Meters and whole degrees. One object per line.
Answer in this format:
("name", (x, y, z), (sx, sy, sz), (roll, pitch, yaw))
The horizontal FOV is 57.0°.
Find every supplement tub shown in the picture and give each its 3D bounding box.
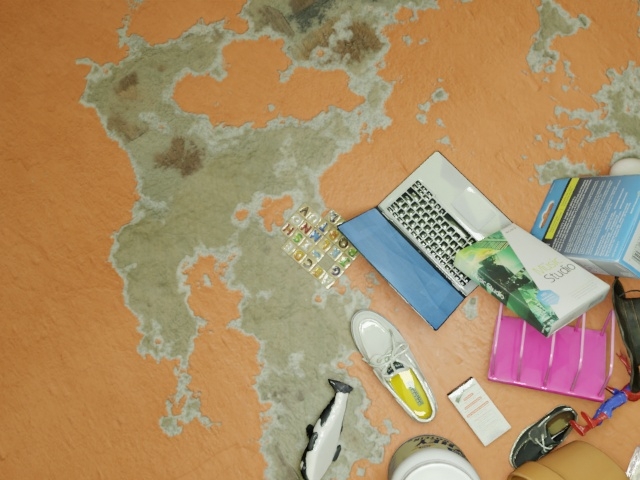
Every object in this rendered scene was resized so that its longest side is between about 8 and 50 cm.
("supplement tub", (0.292, 0.642, 1.517), (0.236, 0.325, 0.235), (-1, 81, 6))

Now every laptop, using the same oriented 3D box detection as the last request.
("laptop", (0.328, -0.020, 1.663), (0.408, 0.236, 0.382), (-43, 80, -2))

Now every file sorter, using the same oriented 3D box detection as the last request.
("file sorter", (0.606, 0.270, 1.554), (0.291, 0.182, 0.202), (8, 55, 19))

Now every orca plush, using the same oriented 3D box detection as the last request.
("orca plush", (-0.009, 0.536, 1.682), (0.102, 0.151, 0.287), (8, 84, 39))

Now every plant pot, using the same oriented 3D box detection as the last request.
("plant pot", (0.661, 0.657, 1.515), (0.204, 0.291, 0.290), (-35, 79, -17))

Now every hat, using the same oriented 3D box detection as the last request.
("hat", (0.843, 0.231, 1.510), (0.134, 0.331, 0.331), (-10, 79, 29))

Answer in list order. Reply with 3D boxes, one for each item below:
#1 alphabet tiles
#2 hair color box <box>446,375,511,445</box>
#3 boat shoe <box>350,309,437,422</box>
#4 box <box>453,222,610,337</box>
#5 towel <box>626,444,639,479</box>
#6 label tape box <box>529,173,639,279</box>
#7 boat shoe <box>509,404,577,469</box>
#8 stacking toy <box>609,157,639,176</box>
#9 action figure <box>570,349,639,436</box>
("alphabet tiles", (0.000, 0.000, 1.810), (0.237, 0.009, 0.198), (41, 87, 10))
("hair color box", (0.446, 0.480, 1.665), (0.093, 0.053, 0.167), (-36, 81, 1))
("boat shoe", (0.204, 0.354, 1.657), (0.136, 0.156, 0.367), (-31, 80, 0))
("box", (0.548, 0.092, 1.551), (0.232, 0.058, 0.322), (-24, 44, -26))
("towel", (0.955, 0.761, 1.568), (0.332, 0.053, 0.316), (25, 85, 10))
("label tape box", (0.747, -0.044, 1.609), (0.115, 0.348, 0.249), (29, 83, -19))
("boat shoe", (0.614, 0.545, 1.625), (0.233, 0.079, 0.084), (-44, 81, 0))
("stacking toy", (0.964, -0.037, 1.609), (0.351, 0.350, 0.479), (-33, 61, 0))
("action figure", (0.781, 0.406, 1.606), (0.281, 0.091, 0.139), (-17, 58, -23))
